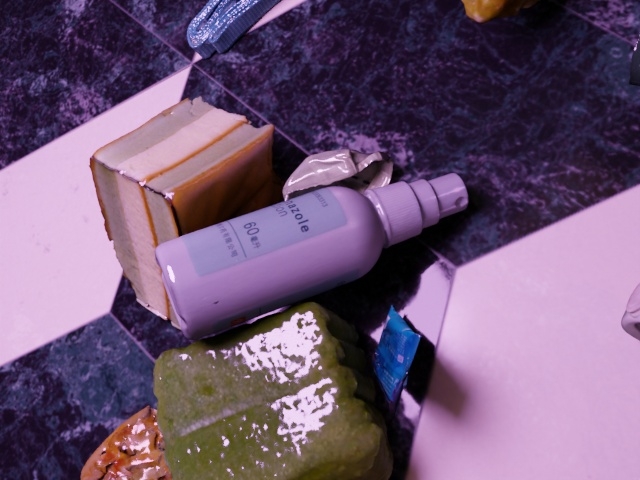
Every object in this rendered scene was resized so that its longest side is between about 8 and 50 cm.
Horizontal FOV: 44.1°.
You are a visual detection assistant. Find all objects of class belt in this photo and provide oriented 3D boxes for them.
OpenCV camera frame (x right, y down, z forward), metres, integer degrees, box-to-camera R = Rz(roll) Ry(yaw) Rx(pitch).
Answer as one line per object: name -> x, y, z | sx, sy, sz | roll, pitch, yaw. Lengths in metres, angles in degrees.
belt -> -0.124, -0.341, 1.110 | 0.179, 0.065, 0.100 | -45, 74, 2

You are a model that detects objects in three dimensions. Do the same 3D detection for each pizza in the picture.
pizza -> -0.206, 0.315, 0.928 | 0.147, 0.069, 0.226 | -27, 66, 9

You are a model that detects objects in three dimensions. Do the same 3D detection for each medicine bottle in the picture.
medicine bottle -> 0.000, 0.000, 0.877 | 0.351, 0.110, 0.110 | -20, 65, -14

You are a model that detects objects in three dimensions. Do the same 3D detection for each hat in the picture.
hat -> 0.010, -0.039, 0.965 | 0.122, 0.081, 0.166 | 13, 94, -15

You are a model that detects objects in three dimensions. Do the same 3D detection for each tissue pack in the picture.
tissue pack -> 0.075, 0.122, 0.839 | 0.027, 0.138, 0.085 | 13, 97, -9

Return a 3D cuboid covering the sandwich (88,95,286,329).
sandwich -> -0.150, -0.038, 1.002 | 0.155, 0.228, 0.198 | 28, 49, 28

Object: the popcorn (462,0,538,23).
popcorn -> 0.225, -0.377, 0.917 | 0.236, 0.206, 0.252 | -2, 84, 5

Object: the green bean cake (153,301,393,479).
green bean cake -> -0.050, 0.199, 0.877 | 0.248, 0.125, 0.222 | -23, 68, 15

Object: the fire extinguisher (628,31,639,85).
fire extinguisher -> 0.480, -0.180, 0.810 | 0.294, 0.118, 0.093 | 16, 115, 24

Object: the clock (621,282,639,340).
clock -> 0.357, 0.077, 0.719 | 0.151, 0.191, 0.062 | 25, 84, 25
